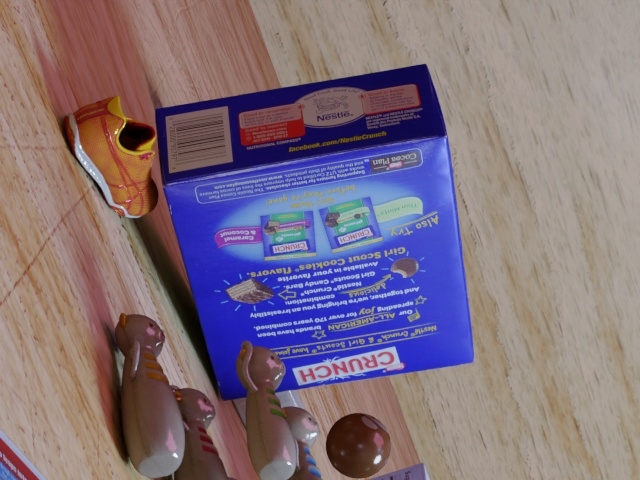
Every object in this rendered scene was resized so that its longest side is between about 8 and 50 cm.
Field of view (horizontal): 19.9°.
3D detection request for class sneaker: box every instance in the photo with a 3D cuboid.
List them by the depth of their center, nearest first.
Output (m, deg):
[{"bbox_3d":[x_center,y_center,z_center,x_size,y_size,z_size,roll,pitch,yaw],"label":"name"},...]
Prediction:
[{"bbox_3d":[-0.171,-0.070,1.642,0.175,0.067,0.064,60,12,-66],"label":"sneaker"}]

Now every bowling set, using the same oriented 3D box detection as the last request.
[{"bbox_3d":[-0.042,0.168,1.551,0.287,0.200,0.154,70,5,-47],"label":"bowling set"}]

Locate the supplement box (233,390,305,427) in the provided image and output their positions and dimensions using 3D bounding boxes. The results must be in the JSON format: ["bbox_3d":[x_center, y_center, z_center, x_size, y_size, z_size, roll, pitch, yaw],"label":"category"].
[{"bbox_3d":[-0.053,0.179,1.949,0.036,0.062,0.098,-96,167,-56],"label":"supplement box"}]

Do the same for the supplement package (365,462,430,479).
[{"bbox_3d":[0.038,0.314,1.825,0.105,0.179,0.105,-92,163,-66],"label":"supplement package"}]

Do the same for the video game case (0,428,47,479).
[{"bbox_3d":[-0.159,0.261,1.061,0.204,0.025,0.285,62,12,-52],"label":"video game case"}]

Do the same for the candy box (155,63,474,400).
[{"bbox_3d":[0.000,0.000,1.783,0.122,0.268,0.317,-98,178,-46],"label":"candy box"}]
